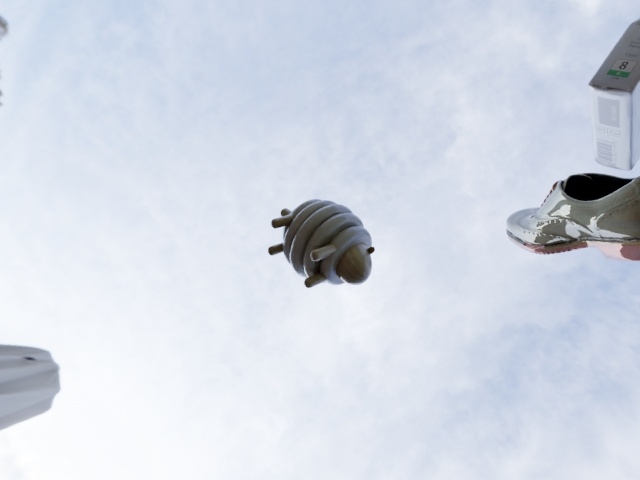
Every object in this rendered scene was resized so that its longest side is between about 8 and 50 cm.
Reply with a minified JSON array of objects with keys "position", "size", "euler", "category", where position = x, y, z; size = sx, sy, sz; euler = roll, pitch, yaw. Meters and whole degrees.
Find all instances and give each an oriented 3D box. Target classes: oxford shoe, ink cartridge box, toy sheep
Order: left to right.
[{"position":[0.000,0.000,0.415],"size":[0.132,0.091,0.091],"euler":[41,-79,33],"category":"toy sheep"},{"position":[0.483,-0.061,0.789],"size":[0.140,0.397,0.147],"euler":[-32,-83,-11],"category":"oxford shoe"},{"position":[0.427,-0.225,0.523],"size":[0.056,0.181,0.225],"euler":[34,-90,41],"category":"ink cartridge box"}]
